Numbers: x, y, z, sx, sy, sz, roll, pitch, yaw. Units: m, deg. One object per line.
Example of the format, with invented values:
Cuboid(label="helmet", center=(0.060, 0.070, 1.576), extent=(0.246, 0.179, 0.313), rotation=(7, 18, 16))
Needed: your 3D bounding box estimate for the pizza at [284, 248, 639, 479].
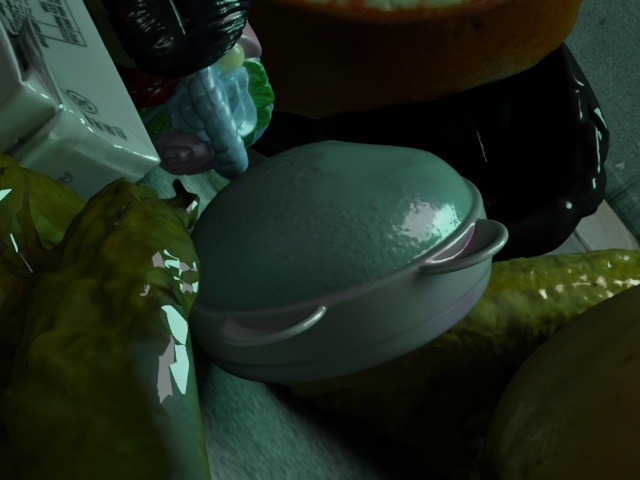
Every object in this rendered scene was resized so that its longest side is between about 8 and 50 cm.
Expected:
Cuboid(label="pizza", center=(0.138, 0.068, 1.025), extent=(0.268, 0.258, 0.087), rotation=(36, 28, -50))

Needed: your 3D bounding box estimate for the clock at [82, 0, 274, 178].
Cuboid(label="clock", center=(-0.092, -0.131, 0.962), extent=(0.194, 0.100, 0.195), rotation=(66, -8, -20))

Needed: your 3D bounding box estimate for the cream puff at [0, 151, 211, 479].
Cuboid(label="cream puff", center=(-0.093, 0.069, 0.457), extent=(0.282, 0.185, 0.282), rotation=(45, 19, -19))

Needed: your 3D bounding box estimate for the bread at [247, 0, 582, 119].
Cuboid(label="bread", center=(0.036, -0.221, 1.151), extent=(0.114, 0.327, 0.295), rotation=(93, -13, -49))

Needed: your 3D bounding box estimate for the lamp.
Cuboid(label="lamp", center=(-0.001, -0.003, 0.922), extent=(0.246, 0.179, 0.108), rotation=(-139, -147, -72))

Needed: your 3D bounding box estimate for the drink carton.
Cuboid(label="drink carton", center=(-0.176, -0.086, 0.653), extent=(0.222, 0.134, 0.102), rotation=(61, 14, 26))

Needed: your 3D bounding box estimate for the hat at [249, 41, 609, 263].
Cuboid(label="hat", center=(0.065, -0.070, 1.244), extent=(0.336, 0.238, 0.209), rotation=(21, -24, 17))

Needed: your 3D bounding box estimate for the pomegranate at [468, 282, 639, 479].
Cuboid(label="pomegranate", center=(0.263, 0.200, 0.858), extent=(0.411, 0.411, 0.411), rotation=(48, 15, -18))
